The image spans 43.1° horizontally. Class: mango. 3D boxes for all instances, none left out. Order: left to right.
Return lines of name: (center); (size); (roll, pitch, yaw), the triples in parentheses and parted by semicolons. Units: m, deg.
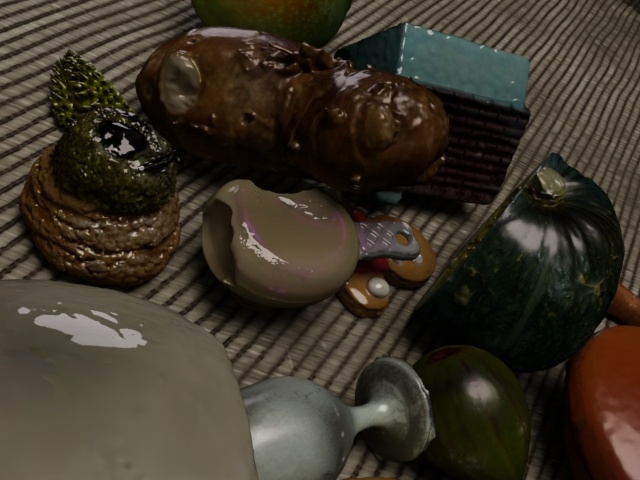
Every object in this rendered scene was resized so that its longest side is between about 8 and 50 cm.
mango: (-0.055, -0.397, 1.295); (0.225, 0.201, 0.382); (22, 25, 18)

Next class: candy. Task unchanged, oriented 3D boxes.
candy: (-0.252, 0.158, 0.579); (0.427, 0.186, 0.386); (5, 32, -3)

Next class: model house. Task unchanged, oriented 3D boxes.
model house: (0.165, -0.166, 1.252); (0.281, 0.230, 0.248); (8, 88, -25)

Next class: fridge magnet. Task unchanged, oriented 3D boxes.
fridge magnet: (0.455, 0.272, 1.030); (0.364, 0.155, 0.363); (20, 43, -19)

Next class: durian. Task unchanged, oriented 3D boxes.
durian: (-0.263, -0.162, 1.015); (0.215, 0.086, 0.100); (47, 26, 6)

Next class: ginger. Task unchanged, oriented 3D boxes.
ginger: (-0.033, -0.161, 1.001); (0.418, 0.176, 0.254); (18, -1, 1)

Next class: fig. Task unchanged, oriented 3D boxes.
fig: (0.183, 0.247, 0.917); (0.151, 0.151, 0.259); (-23, 90, -46)

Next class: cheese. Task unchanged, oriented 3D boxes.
cheese: (0.000, 0.000, 0.971); (0.286, 0.082, 0.163); (-2, 58, -35)

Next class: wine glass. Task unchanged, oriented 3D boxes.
wine glass: (-0.006, 0.190, 0.808); (0.241, 0.126, 0.126); (-2, 53, -41)

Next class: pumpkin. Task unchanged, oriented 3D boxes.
pumpkin: (0.282, 0.044, 1.046); (0.197, 0.263, 0.293); (38, 52, 7)

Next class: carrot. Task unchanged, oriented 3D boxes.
carrot: (0.525, 0.134, 1.302); (0.224, 0.057, 0.057); (36, 40, -8)

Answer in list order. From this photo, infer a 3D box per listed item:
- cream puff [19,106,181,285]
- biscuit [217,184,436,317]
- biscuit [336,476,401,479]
cream puff: (-0.218, -0.062, 0.872); (0.183, 0.169, 0.183); (20, 41, -18)
biscuit: (0.020, 0.003, 1.073); (0.340, 0.047, 0.216); (6, 49, -30)
biscuit: (0.092, 0.296, 0.770); (0.260, 0.041, 0.203); (6, 15, -10)
